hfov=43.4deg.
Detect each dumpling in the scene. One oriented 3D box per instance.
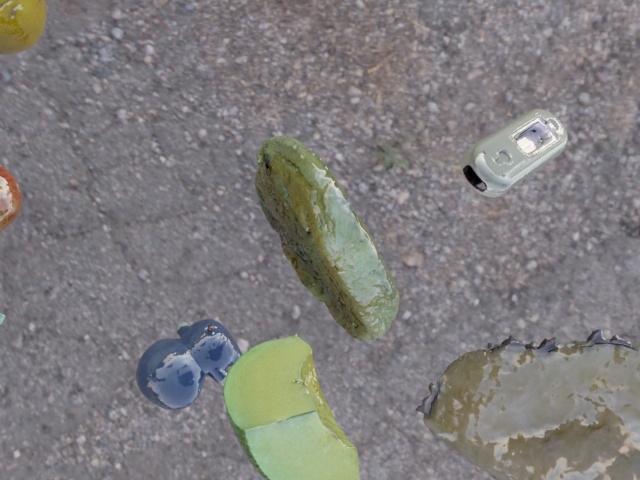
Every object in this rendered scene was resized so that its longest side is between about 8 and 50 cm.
[{"bbox_3d":[0.250,0.164,0.608,0.166,0.332,0.086,-54,153,-7],"label":"dumpling"}]

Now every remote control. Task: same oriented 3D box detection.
[{"bbox_3d":[0.275,-0.126,1.116,0.221,0.042,0.078,-31,79,-40],"label":"remote control"}]

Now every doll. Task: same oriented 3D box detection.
[{"bbox_3d":[-0.326,0.306,1.989,0.258,0.228,0.154,-38,154,-13],"label":"doll"}]

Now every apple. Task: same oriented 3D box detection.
[{"bbox_3d":[-0.659,-0.078,1.567,0.146,0.146,0.131,-10,149,-29],"label":"apple"}]

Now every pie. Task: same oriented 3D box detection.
[{"bbox_3d":[0.000,0.000,0.966,0.078,0.277,0.277,-35,121,-9],"label":"pie"}]

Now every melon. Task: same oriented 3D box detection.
[{"bbox_3d":[-0.053,0.346,1.636,0.331,0.343,0.226,29,95,-22],"label":"melon"}]

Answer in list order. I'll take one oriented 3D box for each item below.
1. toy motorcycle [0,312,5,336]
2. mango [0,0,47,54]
[{"bbox_3d":[-0.617,0.180,1.279,0.191,0.326,0.200,28,60,-24],"label":"toy motorcycle"},{"bbox_3d":[-0.498,-0.346,1.007,0.365,0.252,0.182,43,62,-60],"label":"mango"}]
